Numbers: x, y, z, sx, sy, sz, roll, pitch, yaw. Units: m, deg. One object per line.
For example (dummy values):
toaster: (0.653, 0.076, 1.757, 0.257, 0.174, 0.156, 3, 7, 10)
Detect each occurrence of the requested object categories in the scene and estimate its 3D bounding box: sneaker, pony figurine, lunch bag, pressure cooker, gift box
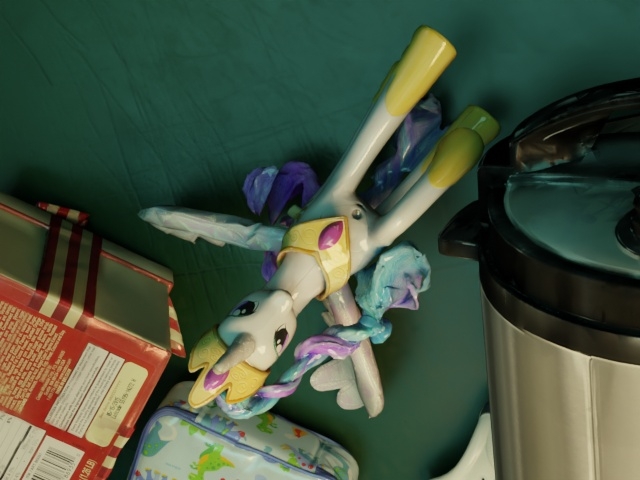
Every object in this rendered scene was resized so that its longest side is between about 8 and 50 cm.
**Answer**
sneaker: (0.139, 0.274, 1.575, 0.091, 0.094, 0.258, 36, 102, 24)
pony figurine: (0.000, 0.000, 1.444, 0.303, 0.351, 0.363, 39, 86, -1)
lunch bag: (-0.083, 0.256, 1.594, 0.219, 0.090, 0.176, 25, 115, 4)
pressure cooker: (0.311, 0.073, 1.246, 0.370, 0.375, 0.420, -13, 115, -10)
gift box: (-0.275, 0.122, 1.538, 0.276, 0.258, 0.255, 30, 103, -16)
